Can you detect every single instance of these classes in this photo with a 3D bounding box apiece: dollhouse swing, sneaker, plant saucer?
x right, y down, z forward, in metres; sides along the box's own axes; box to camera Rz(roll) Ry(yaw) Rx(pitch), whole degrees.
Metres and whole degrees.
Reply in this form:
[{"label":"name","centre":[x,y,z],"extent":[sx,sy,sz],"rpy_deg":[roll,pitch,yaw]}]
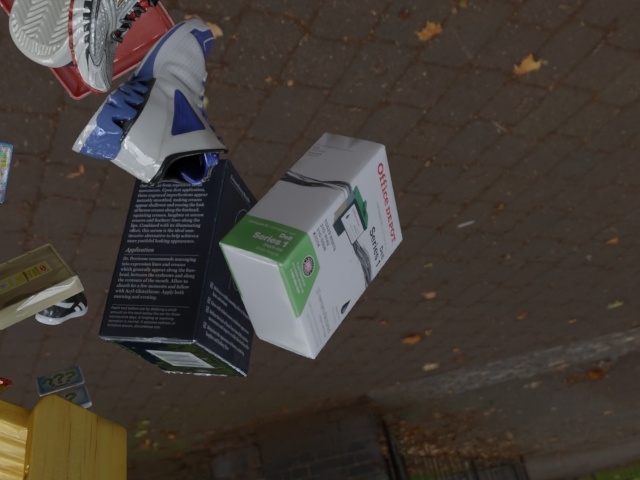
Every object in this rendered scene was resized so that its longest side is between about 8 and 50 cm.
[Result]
[{"label":"dollhouse swing","centre":[-0.445,0.368,0.861],"extent":[0.305,0.315,0.347],"rpy_deg":[17,133,-31]},{"label":"sneaker","centre":[-0.602,0.121,1.694],"extent":[0.079,0.121,0.217],"rpy_deg":[18,-172,-1]},{"label":"sneaker","centre":[-0.269,-0.383,0.915],"extent":[0.350,0.131,0.148],"rpy_deg":[-54,174,13]},{"label":"sneaker","centre":[-0.192,-0.254,0.699],"extent":[0.093,0.225,0.088],"rpy_deg":[15,-171,-15]},{"label":"sneaker","centre":[-0.218,-0.182,1.060],"extent":[0.182,0.315,0.127],"rpy_deg":[39,134,-18]},{"label":"plant saucer","centre":[-0.440,-0.440,1.345],"extent":[0.259,0.047,0.258],"rpy_deg":[-26,121,11]}]

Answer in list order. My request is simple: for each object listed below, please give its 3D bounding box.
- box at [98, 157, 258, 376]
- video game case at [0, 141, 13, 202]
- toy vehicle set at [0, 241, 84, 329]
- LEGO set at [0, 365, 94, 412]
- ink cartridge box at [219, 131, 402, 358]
[{"label":"box","centre":[-0.271,0.064,1.509],"extent":[0.212,0.395,0.293],"rpy_deg":[1,156,16]},{"label":"video game case","centre":[-0.671,-0.138,1.328],"extent":[0.015,0.119,0.166],"rpy_deg":[15,-174,39]},{"label":"toy vehicle set","centre":[-0.597,0.084,1.437],"extent":[0.166,0.267,0.035],"rpy_deg":[-27,117,-22]},{"label":"LEGO set","centre":[-0.501,0.276,1.139],"extent":[0.244,0.182,0.060],"rpy_deg":[-15,124,-22]},{"label":"ink cartridge box","centre":[0.000,0.000,0.830],"extent":[0.093,0.219,0.160],"rpy_deg":[16,140,32]}]
